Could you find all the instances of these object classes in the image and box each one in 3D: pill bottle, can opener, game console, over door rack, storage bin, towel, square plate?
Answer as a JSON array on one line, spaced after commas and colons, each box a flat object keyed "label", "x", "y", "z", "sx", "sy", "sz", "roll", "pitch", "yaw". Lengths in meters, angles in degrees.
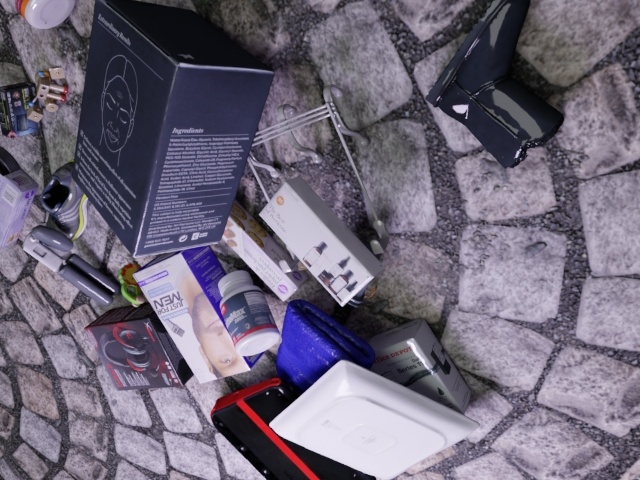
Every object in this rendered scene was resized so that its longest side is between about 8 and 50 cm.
[{"label": "pill bottle", "x": -0.174, "y": 0.166, "z": 1.301, "sx": 0.108, "sy": 0.108, "sz": 0.180, "roll": -48, "pitch": 55, "yaw": 34}, {"label": "can opener", "x": -0.649, "y": 0.067, "z": 1.476, "sx": 0.095, "sy": 0.076, "sz": 0.283, "roll": -20, "pitch": 127, "yaw": 40}, {"label": "game console", "x": -0.084, "y": 0.532, "z": 1.464, "sx": 0.342, "sy": 0.060, "sz": 0.386, "roll": -32, "pitch": 104, "yaw": 37}, {"label": "over door rack", "x": -0.012, "y": -0.116, "z": 1.114, "sx": 0.239, "sy": 0.108, "sz": 0.324, "roll": -14, "pitch": 99, "yaw": 32}, {"label": "storage bin", "x": 0.082, "y": 0.063, "z": 1.153, "sx": 0.098, "sy": 0.135, "sz": 0.091, "roll": 33, "pitch": 114, "yaw": 0}, {"label": "towel", "x": -0.006, "y": 0.282, "z": 1.265, "sx": 0.227, "sy": 0.076, "sz": 0.308, "roll": 33, "pitch": 142, "yaw": 16}, {"label": "pill bottle", "x": -0.647, "y": -0.576, "z": 1.196, "sx": 0.221, "sy": 0.121, "sz": 0.121, "roll": 47, "pitch": 124, "yaw": -1}, {"label": "square plate", "x": 0.105, "y": 0.419, "z": 1.222, "sx": 0.344, "sy": 0.049, "sz": 0.347, "roll": 27, "pitch": 131, "yaw": -14}]

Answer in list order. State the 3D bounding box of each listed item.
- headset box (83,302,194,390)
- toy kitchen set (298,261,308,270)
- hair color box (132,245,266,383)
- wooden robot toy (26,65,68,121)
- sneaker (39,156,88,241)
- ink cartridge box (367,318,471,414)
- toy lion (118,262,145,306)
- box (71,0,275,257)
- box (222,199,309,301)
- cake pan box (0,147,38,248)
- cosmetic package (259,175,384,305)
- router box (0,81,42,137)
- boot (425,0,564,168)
[{"label": "headset box", "x": -0.502, "y": 0.296, "z": 1.553, "sx": 0.293, "sy": 0.110, "sz": 0.218, "roll": -11, "pitch": 109, "yaw": 29}, {"label": "toy kitchen set", "x": -0.021, "y": 0.024, "z": 1.246, "sx": 0.068, "sy": 0.075, "sz": 0.083, "roll": 132, "pitch": 132, "yaw": -69}, {"label": "hair color box", "x": -0.300, "y": 0.180, "z": 1.405, "sx": 0.185, "sy": 0.110, "sz": 0.339, "roll": -22, "pitch": 104, "yaw": 31}, {"label": "wooden robot toy", "x": -0.662, "y": -0.373, "z": 1.351, "sx": 0.173, "sy": 0.076, "sz": 0.079, "roll": -49, "pitch": 53, "yaw": 34}, {"label": "sneaker", "x": -0.672, "y": -0.093, "z": 1.440, "sx": 0.111, "sy": 0.121, "sz": 0.300, "roll": 36, "pitch": 124, "yaw": 6}, {"label": "ink cartridge box", "x": 0.208, "y": 0.295, "z": 1.226, "sx": 0.153, "sy": 0.087, "sz": 0.208, "roll": -30, "pitch": 97, "yaw": 33}, {"label": "toy lion", "x": -0.493, "y": 0.111, "z": 1.471, "sx": 0.096, "sy": 0.100, "sz": 0.034, "roll": 41, "pitch": 128, "yaw": -20}, {"label": "box", "x": -0.307, "y": -0.219, "z": 1.092, "sx": 0.293, "sy": 0.212, "sz": 0.395, "roll": 44, "pitch": 126, "yaw": 29}, {"label": "box", "x": -0.165, "y": -0.004, "z": 1.275, "sx": 0.324, "sy": 0.067, "sz": 0.063, "roll": 47, "pitch": 125, "yaw": 0}, {"label": "cake pan box", "x": -0.941, "y": -0.146, "z": 1.578, "sx": 0.246, "sy": 0.070, "sz": 0.267, "roll": 40, "pitch": 124, "yaw": 1}, {"label": "cosmetic package", "x": 0.000, "y": 0.000, "z": 1.047, "sx": 0.239, "sy": 0.060, "sz": 0.099, "roll": 47, "pitch": 121, "yaw": 7}, {"label": "router box", "x": -0.748, "y": -0.325, "z": 1.384, "sx": 0.038, "sy": 0.092, "sz": 0.122, "roll": 16, "pitch": 120, "yaw": 18}, {"label": "boot", "x": 0.315, "y": -0.258, "z": 0.903, "sx": 0.207, "sy": 0.094, "sz": 0.246, "roll": 40, "pitch": 131, "yaw": 7}]
